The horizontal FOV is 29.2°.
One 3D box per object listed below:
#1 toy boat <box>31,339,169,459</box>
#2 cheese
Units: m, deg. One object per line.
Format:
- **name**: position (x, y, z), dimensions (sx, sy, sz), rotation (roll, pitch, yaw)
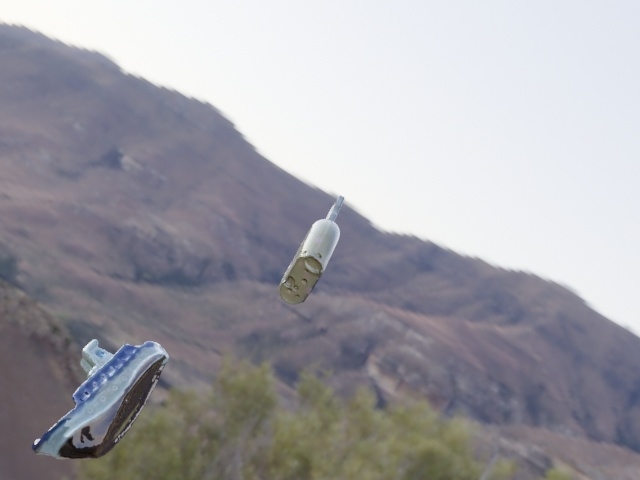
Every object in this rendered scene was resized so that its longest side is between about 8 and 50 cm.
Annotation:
- **toy boat**: position (-0.325, 0.224, 1.788), dimensions (0.115, 0.262, 0.114), rotation (21, -47, 12)
- **cheese**: position (0.000, 0.000, 1.510), dimensions (0.037, 0.097, 0.192), rotation (31, 34, -3)
